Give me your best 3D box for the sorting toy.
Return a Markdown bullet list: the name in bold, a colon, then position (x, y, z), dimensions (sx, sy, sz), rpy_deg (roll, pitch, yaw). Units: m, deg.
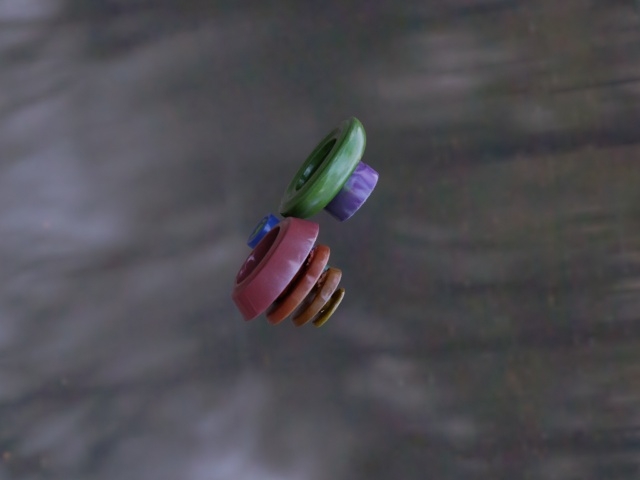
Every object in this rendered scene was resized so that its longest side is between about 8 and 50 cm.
- **sorting toy**: position (0.000, 0.000, 0.678), dimensions (0.042, 0.061, 0.102), rpy_deg (37, 59, -12)
